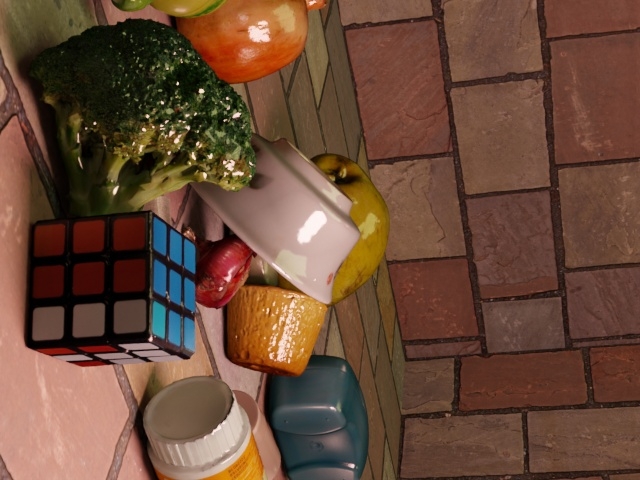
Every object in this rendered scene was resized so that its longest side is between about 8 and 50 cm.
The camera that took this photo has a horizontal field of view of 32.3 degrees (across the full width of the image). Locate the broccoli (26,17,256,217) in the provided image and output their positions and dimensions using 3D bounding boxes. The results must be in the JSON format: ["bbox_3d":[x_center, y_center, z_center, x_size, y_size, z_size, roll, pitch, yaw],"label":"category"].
[{"bbox_3d":[-0.227,-0.141,1.420,0.308,0.308,0.275,8,101,-78],"label":"broccoli"}]

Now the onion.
[{"bbox_3d":[-0.188,0.033,1.893,0.150,0.140,0.150,-54,-178,3],"label":"onion"}]

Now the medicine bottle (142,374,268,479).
[{"bbox_3d":[-0.162,0.364,1.690,0.158,0.158,0.318,-80,161,-52],"label":"medicine bottle"}]

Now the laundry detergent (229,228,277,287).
[{"bbox_3d":[-0.132,-0.025,2.184,0.181,0.091,0.253,66,20,-74],"label":"laundry detergent"}]

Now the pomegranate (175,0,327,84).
[{"bbox_3d":[-0.121,-0.403,1.958,0.252,0.270,0.229,45,32,-83],"label":"pomegranate"}]

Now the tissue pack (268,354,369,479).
[{"bbox_3d":[0.001,0.382,2.395,0.206,0.198,0.287,-78,158,-50],"label":"tissue pack"}]

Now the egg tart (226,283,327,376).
[{"bbox_3d":[-0.097,0.171,2.091,0.202,0.202,0.147,53,48,-69],"label":"egg tart"}]

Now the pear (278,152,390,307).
[{"bbox_3d":[0.000,0.000,2.419,0.287,0.287,0.375,-65,174,-68],"label":"pear"}]

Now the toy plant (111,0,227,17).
[{"bbox_3d":[-0.258,-0.435,1.638,0.316,0.184,0.224,-2,82,-63],"label":"toy plant"}]

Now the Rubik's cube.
[{"bbox_3d":[-0.252,0.064,1.365,0.162,0.163,0.160,55,32,-72],"label":"Rubik's cube"}]

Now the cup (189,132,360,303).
[{"bbox_3d":[-0.059,-0.065,1.921,0.347,0.163,0.347,42,5,-4],"label":"cup"}]

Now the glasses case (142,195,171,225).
[{"bbox_3d":[-0.248,0.035,1.692,0.071,0.047,0.205,-5,89,-80],"label":"glasses case"}]

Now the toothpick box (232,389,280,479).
[{"bbox_3d":[-0.139,0.349,1.932,0.181,0.111,0.111,72,17,-52],"label":"toothpick box"}]
